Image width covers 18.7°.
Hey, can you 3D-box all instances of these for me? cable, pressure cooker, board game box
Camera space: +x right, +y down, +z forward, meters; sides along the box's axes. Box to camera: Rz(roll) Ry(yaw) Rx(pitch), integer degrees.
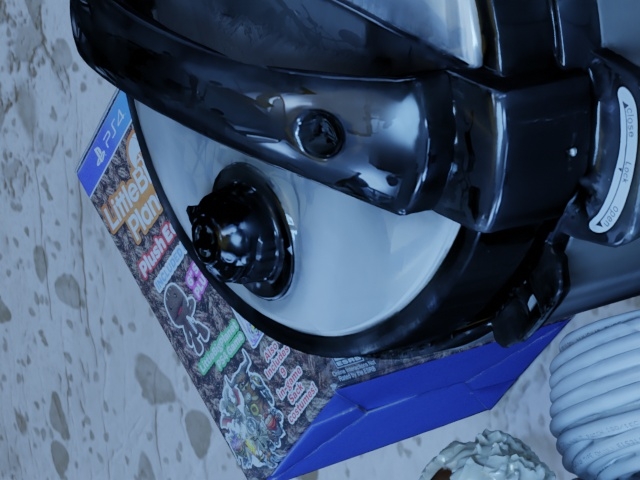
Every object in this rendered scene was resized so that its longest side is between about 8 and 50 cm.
[{"bbox_3d":[0.257,0.087,1.100,0.257,0.257,0.089,61,-156,-73],"label":"cable"},{"bbox_3d":[0.081,-0.120,1.111,0.370,0.420,0.375,-36,71,52],"label":"pressure cooker"},{"bbox_3d":[0.000,0.000,1.423,0.291,0.232,0.141,58,140,22],"label":"board game box"}]

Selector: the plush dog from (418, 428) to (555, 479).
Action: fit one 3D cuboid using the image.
[{"bbox_3d":[0.182,0.236,1.048,0.225,0.210,0.262,8,98,52],"label":"plush dog"}]
